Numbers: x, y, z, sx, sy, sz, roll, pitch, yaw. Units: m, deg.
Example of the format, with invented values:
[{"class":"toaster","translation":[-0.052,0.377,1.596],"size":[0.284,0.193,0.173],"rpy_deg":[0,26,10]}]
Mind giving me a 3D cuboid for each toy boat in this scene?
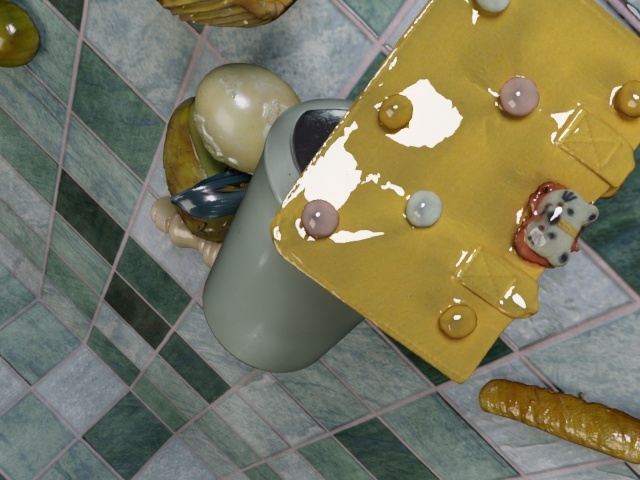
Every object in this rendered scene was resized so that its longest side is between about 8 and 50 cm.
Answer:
[{"class":"toy boat","translation":[-0.139,-0.090,1.073],"size":[0.093,0.246,0.103],"rpy_deg":[-38,72,54]}]

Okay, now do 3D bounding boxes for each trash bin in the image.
[{"class":"trash bin","translation":[0.000,0.000,0.941],"size":[0.280,0.280,0.432],"rpy_deg":[41,137,5]}]

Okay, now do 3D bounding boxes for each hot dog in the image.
[{"class":"hot dog","translation":[0.392,0.286,1.034],"size":[0.285,0.088,0.061],"rpy_deg":[7,124,37]}]

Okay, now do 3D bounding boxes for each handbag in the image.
[{"class":"handbag","translation":[0.162,-0.082,0.667],"size":[0.283,0.401,0.133],"rpy_deg":[38,-177,-2]}]

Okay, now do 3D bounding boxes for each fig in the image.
[{"class":"fig","translation":[-0.663,-0.431,1.338],"size":[0.153,0.121,0.136],"rpy_deg":[-37,92,30]}]

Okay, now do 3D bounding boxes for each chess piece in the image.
[{"class":"chess piece","translation":[-0.203,0.016,1.331],"size":[0.397,0.117,0.117],"rpy_deg":[29,141,24]}]

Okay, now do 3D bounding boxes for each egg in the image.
[{"class":"egg","translation":[-0.107,-0.188,0.985],"size":[0.164,0.164,0.201],"rpy_deg":[12,165,36]}]

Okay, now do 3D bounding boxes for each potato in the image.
[{"class":"potato","translation":[-0.209,-0.123,1.171],"size":[0.176,0.141,0.298],"rpy_deg":[15,135,25]}]

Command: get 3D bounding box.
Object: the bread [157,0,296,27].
[{"class":"bread","translation":[-0.102,-0.370,0.737],"size":[0.142,0.253,0.227],"rpy_deg":[10,140,41]}]
